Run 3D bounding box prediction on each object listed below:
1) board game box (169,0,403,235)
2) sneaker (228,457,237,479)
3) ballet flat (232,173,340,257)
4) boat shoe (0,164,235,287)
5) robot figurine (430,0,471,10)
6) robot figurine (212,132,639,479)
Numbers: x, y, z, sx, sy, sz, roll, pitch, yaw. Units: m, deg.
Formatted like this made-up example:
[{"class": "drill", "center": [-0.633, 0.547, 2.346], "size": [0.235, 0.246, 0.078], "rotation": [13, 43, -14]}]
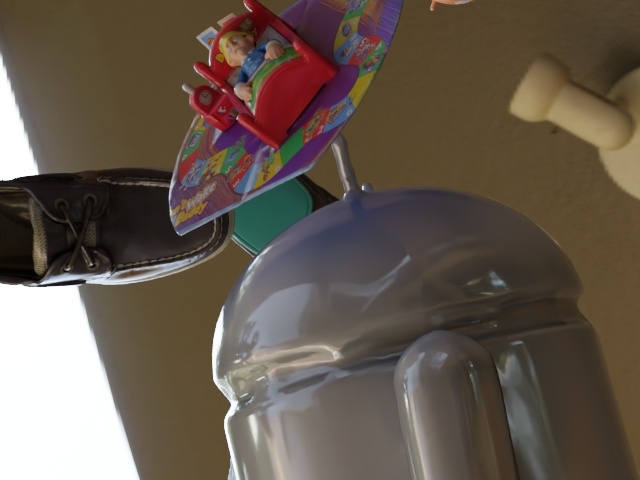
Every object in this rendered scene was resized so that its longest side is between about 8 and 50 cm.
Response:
[{"class": "board game box", "center": [-0.032, -0.078, 0.501], "size": [0.168, 0.033, 0.133], "rotation": [-23, -138, 47]}, {"class": "sneaker", "center": [-0.022, 0.214, 1.379], "size": [0.135, 0.150, 0.366], "rotation": [-104, -156, -55]}, {"class": "ballet flat", "center": [0.000, 0.000, 1.026], "size": [0.280, 0.096, 0.095], "rotation": [35, -84, 21]}, {"class": "boat shoe", "center": [-0.214, -0.006, 0.860], "size": [0.285, 0.092, 0.103], "rotation": [0, -79, 2]}, {"class": "robot figurine", "center": [0.147, -0.311, 0.992], "size": [0.128, 0.158, 0.219], "rotation": [45, -62, 3]}, {"class": "robot figurine", "center": [0.059, 0.124, 0.551], "size": [0.300, 0.199, 0.354], "rotation": [105, -28, -78]}]
